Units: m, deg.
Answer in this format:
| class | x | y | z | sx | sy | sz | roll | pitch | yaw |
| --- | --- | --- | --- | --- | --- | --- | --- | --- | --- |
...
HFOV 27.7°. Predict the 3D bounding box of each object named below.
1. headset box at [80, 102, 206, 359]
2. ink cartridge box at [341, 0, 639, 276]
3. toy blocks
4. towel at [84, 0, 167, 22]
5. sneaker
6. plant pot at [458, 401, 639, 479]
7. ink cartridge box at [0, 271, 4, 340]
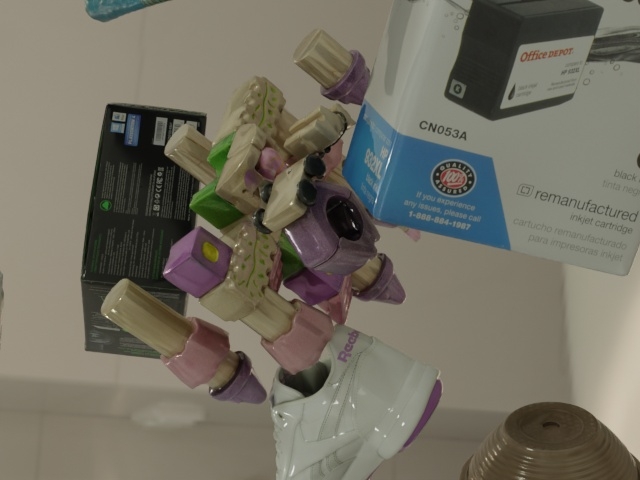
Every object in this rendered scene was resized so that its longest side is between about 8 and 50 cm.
| class | x | y | z | sx | sy | sz | roll | pitch | yaw |
| --- | --- | --- | --- | --- | --- | --- | --- | --- | --- |
| headset box | -0.229 | 0.000 | 1.686 | 0.283 | 0.131 | 0.246 | 109 | 166 | -66 |
| ink cartridge box | 0.173 | -0.152 | 1.008 | 0.129 | 0.223 | 0.307 | -117 | 42 | -69 |
| toy blocks | 0.000 | 0.000 | 1.257 | 0.309 | 0.260 | 0.288 | -31 | 31 | 40 |
| towel | -0.118 | -0.381 | 1.424 | 0.370 | 0.040 | 0.271 | -1 | 67 | 50 |
| sneaker | 0.001 | 0.196 | 1.341 | 0.305 | 0.152 | 0.114 | -55 | 2 | 37 |
| plant pot | 0.289 | 0.278 | 1.622 | 0.237 | 0.237 | 0.110 | -129 | 29 | -63 |
| ink cartridge box | -0.462 | 0.071 | 1.458 | 0.128 | 0.176 | 0.127 | 47 | 141 | 33 |
